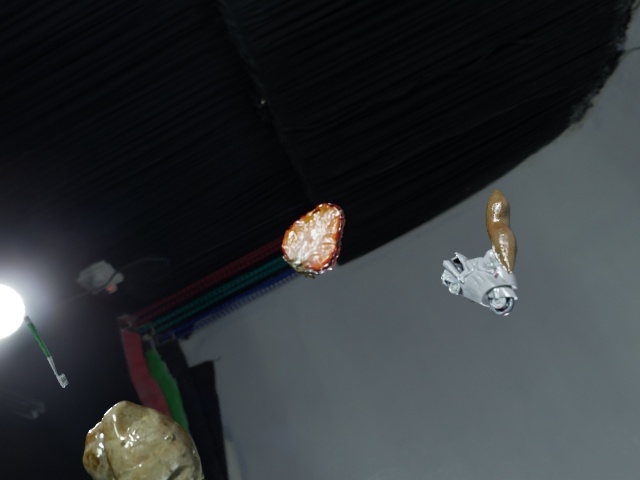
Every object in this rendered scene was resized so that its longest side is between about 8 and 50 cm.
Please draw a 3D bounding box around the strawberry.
[{"bbox_3d":[0.000,0.000,1.757,0.190,0.236,0.111,37,-176,24],"label":"strawberry"}]

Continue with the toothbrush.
[{"bbox_3d":[-0.829,0.334,1.730,0.024,0.018,0.257,-43,-63,-48],"label":"toothbrush"}]

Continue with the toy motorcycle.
[{"bbox_3d":[0.467,0.104,1.645,0.110,0.171,0.260,24,-175,-40],"label":"toy motorcycle"}]

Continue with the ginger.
[{"bbox_3d":[-0.381,0.451,1.189,0.244,0.155,0.304,48,141,-12],"label":"ginger"}]

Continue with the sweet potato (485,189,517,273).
[{"bbox_3d":[0.367,-0.015,1.165,0.065,0.051,0.218,95,180,-52],"label":"sweet potato"}]
